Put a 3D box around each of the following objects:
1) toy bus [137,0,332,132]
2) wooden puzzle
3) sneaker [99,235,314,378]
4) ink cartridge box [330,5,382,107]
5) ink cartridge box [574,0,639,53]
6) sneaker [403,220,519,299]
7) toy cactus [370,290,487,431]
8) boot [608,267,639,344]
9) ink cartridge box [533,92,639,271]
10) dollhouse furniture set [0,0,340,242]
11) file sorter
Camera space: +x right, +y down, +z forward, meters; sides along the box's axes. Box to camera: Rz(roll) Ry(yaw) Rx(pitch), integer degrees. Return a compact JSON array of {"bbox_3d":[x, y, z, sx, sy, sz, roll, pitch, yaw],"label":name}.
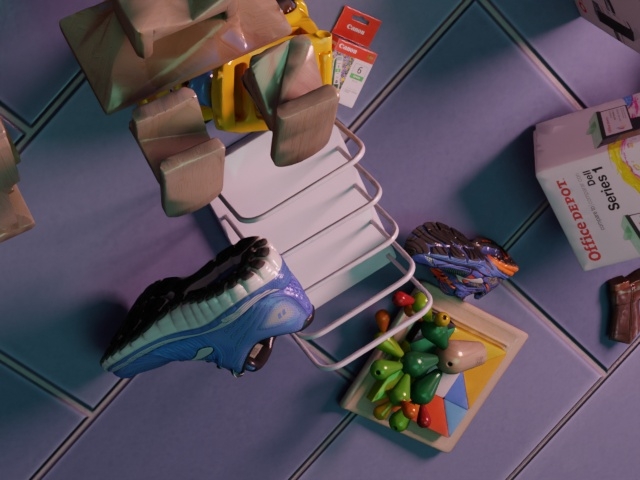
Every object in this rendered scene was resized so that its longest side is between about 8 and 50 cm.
[{"bbox_3d":[-0.088,-0.186,1.669,0.220,0.211,0.149,-10,120,-20],"label":"toy bus"},{"bbox_3d":[0.171,0.192,2.092,0.239,0.044,0.221,26,102,-34],"label":"wooden puzzle"},{"bbox_3d":[-0.140,0.118,1.762,0.330,0.130,0.147,-24,119,40],"label":"sneaker"},{"bbox_3d":[0.035,-0.231,1.815,0.063,0.029,0.115,18,107,-32],"label":"ink cartridge box"},{"bbox_3d":[0.402,-0.340,1.792,0.114,0.273,0.197,-34,125,-2],"label":"ink cartridge box"},{"bbox_3d":[0.187,0.039,1.980,0.221,0.083,0.087,17,115,-46],"label":"sneaker"},{"bbox_3d":[0.155,0.168,2.007,0.180,0.112,0.219,-6,106,-29],"label":"toy cactus"},{"bbox_3d":[0.490,0.101,2.205,0.106,0.037,0.114,-12,117,-5],"label":"boot"},{"bbox_3d":[0.453,-0.092,1.958,0.278,0.117,0.201,-16,127,22],"label":"ink cartridge box"},{"bbox_3d":[-0.234,-0.180,1.547,0.394,0.362,0.256,-26,166,-13],"label":"dollhouse furniture set"},{"bbox_3d":[0.000,0.000,1.831,0.193,0.173,0.277,-32,125,-8],"label":"file sorter"}]
